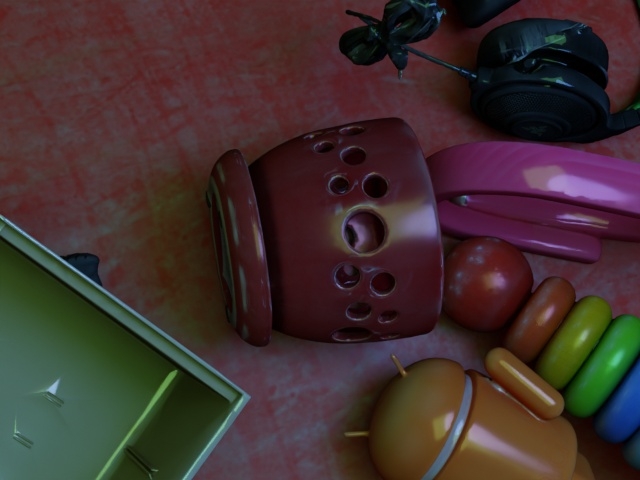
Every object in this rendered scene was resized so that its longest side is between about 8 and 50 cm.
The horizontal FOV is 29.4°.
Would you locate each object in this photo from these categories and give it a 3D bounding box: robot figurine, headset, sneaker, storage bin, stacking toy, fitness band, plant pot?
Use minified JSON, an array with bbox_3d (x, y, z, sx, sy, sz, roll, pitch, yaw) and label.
[{"bbox_3d":[0.137,0.182,1.074,0.219,0.158,0.128,27,56,-8],"label":"robot figurine"},{"bbox_3d":[0.199,-0.209,1.123,0.394,0.185,0.244,-13,84,-27],"label":"headset"},{"bbox_3d":[-0.288,0.121,0.994,0.286,0.109,0.130,-28,98,-13],"label":"sneaker"},{"bbox_3d":[-0.243,0.140,0.905,0.260,0.123,0.262,40,80,-25],"label":"storage bin"},{"bbox_3d":[0.251,0.104,1.095,0.330,0.141,0.141,36,74,11],"label":"stacking toy"},{"bbox_3d":[0.222,-0.032,1.087,0.290,0.209,0.054,10,78,-13],"label":"fitness band"},{"bbox_3d":[0.000,0.000,1.038,0.174,0.191,0.191,-10,84,-11],"label":"plant pot"}]
